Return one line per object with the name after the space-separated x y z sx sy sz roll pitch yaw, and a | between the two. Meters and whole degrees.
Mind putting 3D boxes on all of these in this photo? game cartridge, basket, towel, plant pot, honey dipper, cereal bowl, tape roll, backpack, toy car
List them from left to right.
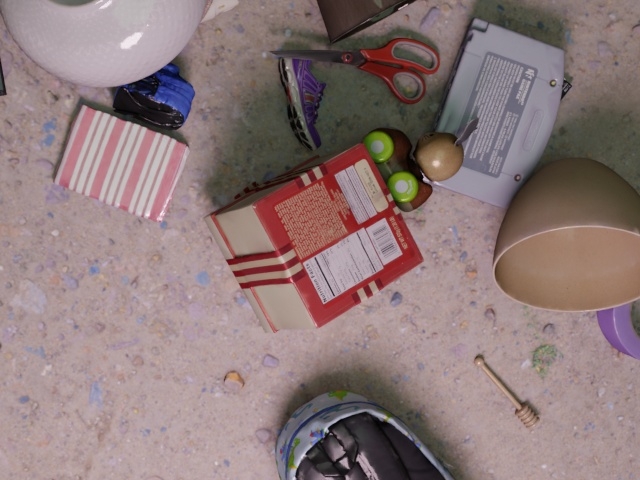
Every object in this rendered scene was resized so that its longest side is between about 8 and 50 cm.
-0.351 -0.414 1.757 0.339 0.141 0.338 -1 82 9 | cereal bowl
-0.332 -0.128 1.896 0.197 0.029 0.144 21 91 -7 | towel
-0.266 -0.244 1.860 0.120 0.098 0.101 24 72 -8 | backpack
0.051 -0.470 1.870 0.204 0.154 0.226 -30 94 -7 | basket
0.074 0.423 1.905 0.290 0.273 0.355 -38 121 -2 | backpack
0.176 -0.149 1.866 0.188 0.155 0.149 -31 86 4 | toy car
0.303 -0.214 1.960 0.196 0.060 0.294 19 96 -4 | game cartridge
0.331 0.268 2.027 0.030 0.030 0.160 -41 97 -4 | honey dipper
0.432 -0.026 1.924 0.284 0.284 0.190 10 57 -10 | plant pot
0.598 0.124 2.032 0.189 0.080 0.188 -1 95 -9 | tape roll

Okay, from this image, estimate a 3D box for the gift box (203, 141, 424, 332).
0.000 0.000 1.846 0.276 0.258 0.255 -26 96 -25 | gift box

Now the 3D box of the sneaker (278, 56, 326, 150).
-0.020 -0.236 1.916 0.071 0.068 0.169 -12 96 -14 | sneaker

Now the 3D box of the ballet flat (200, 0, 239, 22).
-0.166 -0.444 1.861 0.106 0.107 0.316 28 90 -23 | ballet flat

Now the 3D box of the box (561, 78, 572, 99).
0.392 -0.261 2.001 0.067 0.018 0.083 38 88 -10 | box

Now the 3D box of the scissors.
0.063 -0.317 1.924 0.297 0.021 0.109 16 92 -18 | scissors

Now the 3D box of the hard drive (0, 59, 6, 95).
-0.586 -0.274 1.845 0.135 0.022 0.094 -9 96 -8 | hard drive
